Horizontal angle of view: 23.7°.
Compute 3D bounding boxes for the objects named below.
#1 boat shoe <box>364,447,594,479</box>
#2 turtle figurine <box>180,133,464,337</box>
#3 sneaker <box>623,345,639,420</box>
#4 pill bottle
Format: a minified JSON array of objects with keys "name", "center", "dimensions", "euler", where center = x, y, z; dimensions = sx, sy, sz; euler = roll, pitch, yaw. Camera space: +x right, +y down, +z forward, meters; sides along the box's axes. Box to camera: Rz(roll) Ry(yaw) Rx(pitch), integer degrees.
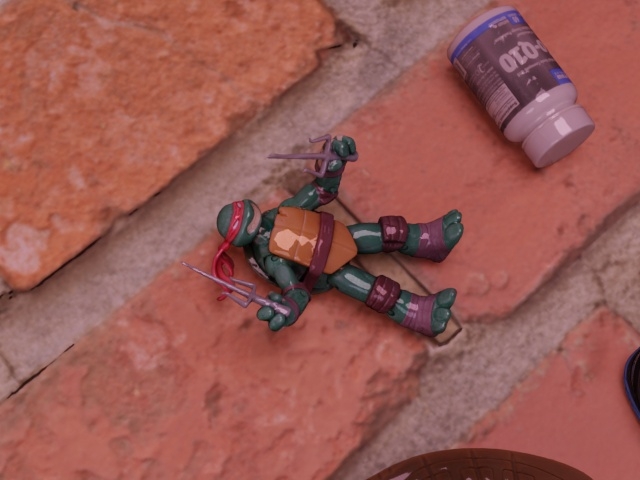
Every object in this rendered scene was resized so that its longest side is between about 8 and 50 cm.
[{"name":"boat shoe","center":[0.059,0.246,1.188],"dimensions":[0.341,0.110,0.121],"euler":[-6,57,-5]},{"name":"turtle figurine","center":[0.000,0.000,1.281],"dimensions":[0.234,0.118,0.175],"euler":[16,81,-15]},{"name":"sneaker","center":[0.313,0.166,1.261],"dimensions":[0.067,0.078,0.188],"euler":[-22,72,-14]},{"name":"pill bottle","center":[0.182,-0.138,1.376],"dimensions":[0.078,0.078,0.137],"euler":[-30,73,-16]}]
